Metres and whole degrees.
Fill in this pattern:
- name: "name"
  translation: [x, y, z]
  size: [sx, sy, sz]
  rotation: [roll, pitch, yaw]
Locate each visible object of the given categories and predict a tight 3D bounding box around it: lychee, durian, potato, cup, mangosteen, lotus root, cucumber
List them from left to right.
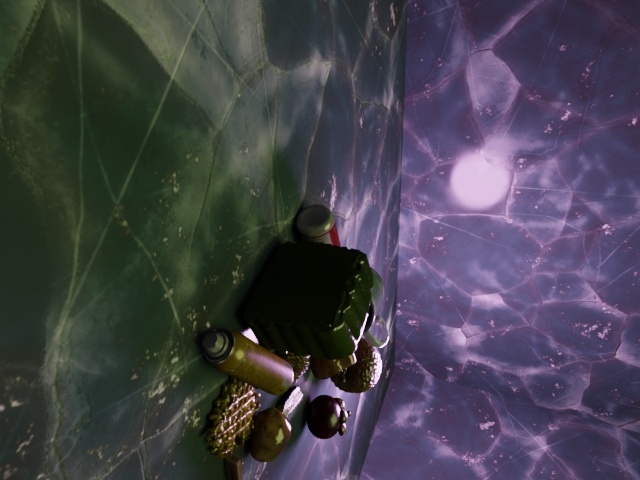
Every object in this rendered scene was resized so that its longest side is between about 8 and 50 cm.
- name: "potato"
  translation: [-0.161, 0.624, 1.377]
  size: [0.137, 0.137, 0.176]
  rotation: [-41, 139, -60]
- name: "cucumber"
  translation: [-0.122, 0.596, 1.583]
  size: [0.220, 0.046, 0.071]
  rotation: [-33, 128, -65]
- name: "durian"
  translation: [-0.090, 0.416, 1.473]
  size: [0.208, 0.102, 0.147]
  rotation: [-31, 134, -76]
- name: "lotus root"
  translation: [0.025, 0.447, 1.789]
  size: [0.180, 0.199, 0.188]
  rotation: [64, -11, -11]
- name: "mangosteen"
  translation: [0.037, 0.764, 1.873]
  size: [0.200, 0.199, 0.200]
  rotation: [10, 90, -70]
- name: "lychee"
  translation: [0.157, 0.580, 2.018]
  size: [0.319, 0.269, 0.270]
  rotation: [-29, 128, -41]
- name: "cup"
  translation: [0.159, 0.270, 1.771]
  size: [0.259, 0.357, 0.274]
  rotation: [-41, 178, 24]

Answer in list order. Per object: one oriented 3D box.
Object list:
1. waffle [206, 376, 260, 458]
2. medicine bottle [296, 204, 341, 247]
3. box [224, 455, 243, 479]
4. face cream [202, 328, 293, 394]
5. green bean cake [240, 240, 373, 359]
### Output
- name: "waffle"
  translation: [-0.238, 0.488, 1.216]
  size: [0.229, 0.051, 0.232]
  rotation: [74, 32, -45]
- name: "medicine bottle"
  translation: [0.000, 0.000, 1.503]
  size: [0.250, 0.131, 0.131]
  rotation: [75, 31, -49]
- name: "box"
  translation: [-0.253, 0.678, 1.262]
  size: [0.025, 0.047, 0.115]
  rotation: [-52, 147, -60]
- name: "face cream"
  translation: [-0.191, 0.318, 1.137]
  size: [0.349, 0.104, 0.105]
  rotation: [52, 51, -52]
- name: "green bean cake"
  translation: [-0.028, 0.176, 1.251]
  size: [0.319, 0.334, 0.218]
  rotation: [-61, 143, -37]
